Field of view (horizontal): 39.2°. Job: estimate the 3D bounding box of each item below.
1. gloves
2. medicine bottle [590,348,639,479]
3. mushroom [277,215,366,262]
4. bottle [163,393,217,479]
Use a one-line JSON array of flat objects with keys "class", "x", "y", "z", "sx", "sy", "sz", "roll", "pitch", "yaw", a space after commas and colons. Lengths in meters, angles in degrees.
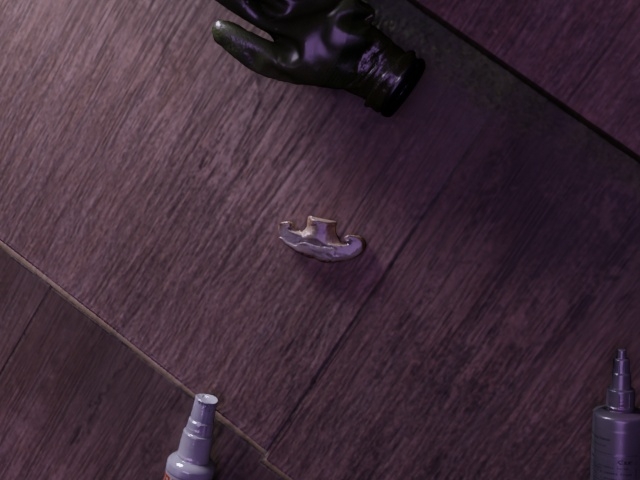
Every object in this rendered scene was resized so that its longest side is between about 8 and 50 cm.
[{"class": "gloves", "x": -0.018, "y": -0.223, "z": 0.935, "sx": 0.268, "sy": 0.107, "sz": 0.135, "roll": 30, "pitch": 111, "yaw": -7}, {"class": "medicine bottle", "x": 0.303, "y": 0.208, "z": 0.914, "sx": 0.057, "sy": 0.057, "sz": 0.199, "roll": 0, "pitch": 95, "yaw": 15}, {"class": "mushroom", "x": 0.000, "y": 0.000, "z": 0.994, "sx": 0.101, "sy": 0.019, "sz": 0.049, "roll": 10, "pitch": 97, "yaw": 13}, {"class": "bottle", "x": -0.155, "y": 0.283, "z": 1.047, "sx": 0.060, "sy": 0.060, "sz": 0.217, "roll": 16, "pitch": 98, "yaw": 13}]
